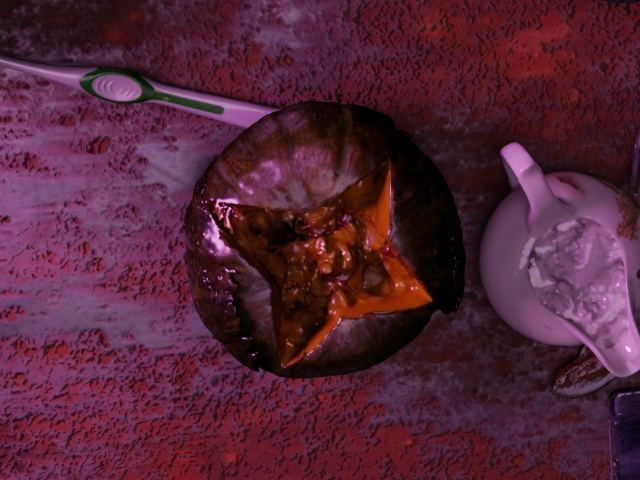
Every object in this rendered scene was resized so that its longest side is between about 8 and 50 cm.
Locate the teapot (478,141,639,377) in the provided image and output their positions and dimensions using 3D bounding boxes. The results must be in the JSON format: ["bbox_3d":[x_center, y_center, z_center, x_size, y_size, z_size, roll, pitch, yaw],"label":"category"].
[{"bbox_3d":[0.279,0.016,1.606,0.204,0.139,0.298,-34,105,7],"label":"teapot"}]

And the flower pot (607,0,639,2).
[{"bbox_3d":[0.350,-0.371,1.505,0.189,0.157,0.243,37,97,-14],"label":"flower pot"}]

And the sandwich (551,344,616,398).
[{"bbox_3d":[0.338,0.142,1.697,0.067,0.029,0.135,32,99,-12],"label":"sandwich"}]

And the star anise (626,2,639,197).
[{"bbox_3d":[0.420,-0.189,1.594,0.218,0.148,0.227,-40,137,-27],"label":"star anise"}]

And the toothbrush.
[{"bbox_3d":[-0.217,-0.171,1.569,0.417,0.040,0.042,13,112,-8],"label":"toothbrush"}]

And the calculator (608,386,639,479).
[{"bbox_3d":[0.488,0.244,1.740,0.261,0.021,0.161,-6,104,-4],"label":"calculator"}]

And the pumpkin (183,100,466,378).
[{"bbox_3d":[0.000,0.000,1.550,0.320,0.192,0.321,-2,108,-5],"label":"pumpkin"}]
